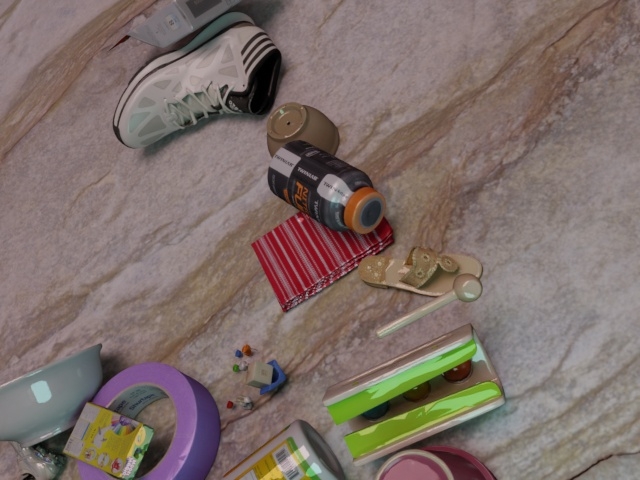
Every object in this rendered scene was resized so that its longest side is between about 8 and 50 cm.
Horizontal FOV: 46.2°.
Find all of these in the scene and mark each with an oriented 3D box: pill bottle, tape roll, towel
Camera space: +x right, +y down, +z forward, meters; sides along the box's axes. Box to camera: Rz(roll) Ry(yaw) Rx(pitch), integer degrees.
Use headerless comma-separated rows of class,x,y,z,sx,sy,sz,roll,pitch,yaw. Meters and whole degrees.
pill bottle,0.016,-0.100,1.480,0.245,0.130,0.130,32,80,40
pill bottle,-0.092,0.429,1.269,0.245,0.136,0.136,-38,53,3
tape roll,-0.334,0.380,1.452,0.274,0.090,0.275,-12,59,21
towel,0.000,0.000,1.534,0.274,0.031,0.199,-34,52,6

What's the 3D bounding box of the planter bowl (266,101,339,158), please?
planter bowl,-0.053,-0.235,1.645,0.162,0.109,0.162,-12,57,20

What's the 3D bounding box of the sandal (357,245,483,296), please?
sandal,0.172,0.049,1.386,0.240,0.079,0.088,0,63,27

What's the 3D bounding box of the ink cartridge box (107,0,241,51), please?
ink cartridge box,-0.339,-0.578,1.920,0.385,0.091,0.308,-10,29,51

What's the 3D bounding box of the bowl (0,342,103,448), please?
bowl,-0.562,0.328,1.519,0.297,0.298,0.134,-24,89,13

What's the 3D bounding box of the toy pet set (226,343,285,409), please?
toy pet set,-0.120,0.262,1.442,0.114,0.065,0.122,-37,39,50

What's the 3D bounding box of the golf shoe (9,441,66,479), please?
golf shoe,-0.617,0.455,1.570,0.176,0.069,0.086,20,79,35

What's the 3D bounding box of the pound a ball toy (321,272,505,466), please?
pound a ball toy,0.158,0.206,1.247,0.319,0.136,0.208,-27,90,11

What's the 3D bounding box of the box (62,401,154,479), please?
box,-0.387,0.376,1.399,0.179,0.043,0.105,10,68,34

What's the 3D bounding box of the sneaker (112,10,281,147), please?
sneaker,-0.284,-0.348,1.790,0.447,0.169,0.257,-42,51,-3

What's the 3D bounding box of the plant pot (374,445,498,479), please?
plant pot,0.166,0.399,1.126,0.201,0.180,0.201,-12,59,20
